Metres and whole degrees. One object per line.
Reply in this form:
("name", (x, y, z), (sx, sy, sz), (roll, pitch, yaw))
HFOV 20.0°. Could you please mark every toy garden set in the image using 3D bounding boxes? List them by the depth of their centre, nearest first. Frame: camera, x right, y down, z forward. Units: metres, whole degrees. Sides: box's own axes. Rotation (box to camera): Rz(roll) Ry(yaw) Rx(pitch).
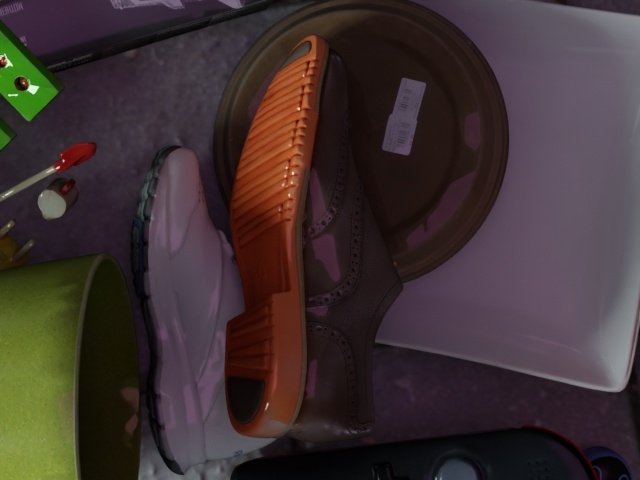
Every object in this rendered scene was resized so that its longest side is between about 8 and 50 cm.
("toy garden set", (-0.300, -0.069, 1.606), (0.204, 0.049, 0.244), (47, 118, -7))

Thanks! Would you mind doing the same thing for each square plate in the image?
("square plate", (0.145, -0.059, 1.685), (0.347, 0.049, 0.344), (11, 87, 11))

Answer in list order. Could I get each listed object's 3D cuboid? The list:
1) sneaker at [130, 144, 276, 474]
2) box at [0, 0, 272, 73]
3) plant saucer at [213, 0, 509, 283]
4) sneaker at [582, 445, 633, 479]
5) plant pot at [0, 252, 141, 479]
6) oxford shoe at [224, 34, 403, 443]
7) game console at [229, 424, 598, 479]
("sneaker", (-0.104, 0.059, 1.656), (0.129, 0.111, 0.297), (-7, 95, -10))
("box", (-0.223, -0.288, 1.663), (0.307, 0.076, 0.242), (-17, 91, -9))
("plant saucer", (0.033, -0.094, 1.663), (0.277, 0.041, 0.278), (-1, 83, 9))
("sneaker", (0.255, 0.311, 1.705), (0.081, 0.090, 0.232), (13, 86, -8))
("plant pot", (-0.323, 0.150, 1.556), (0.293, 0.275, 0.275), (-1, 88, 4))
("oxford shoe", (0.000, 0.000, 1.597), (0.132, 0.130, 0.364), (11, 76, -25))
("game console", (0.103, 0.372, 1.646), (0.342, 0.060, 0.387), (-8, 88, 10))
